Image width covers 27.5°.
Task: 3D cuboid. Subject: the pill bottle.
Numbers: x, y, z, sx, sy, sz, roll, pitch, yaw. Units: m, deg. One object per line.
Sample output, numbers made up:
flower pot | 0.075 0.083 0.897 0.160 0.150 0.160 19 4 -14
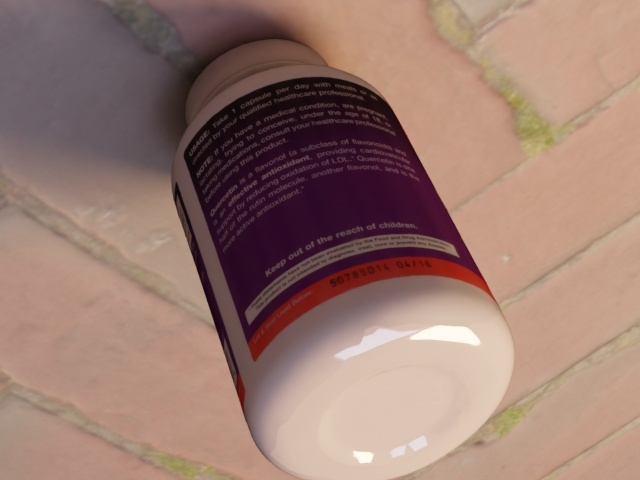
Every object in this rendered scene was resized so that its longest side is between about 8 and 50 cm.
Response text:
pill bottle | 0.000 0.000 0.928 0.181 0.323 0.181 -12 137 -11
